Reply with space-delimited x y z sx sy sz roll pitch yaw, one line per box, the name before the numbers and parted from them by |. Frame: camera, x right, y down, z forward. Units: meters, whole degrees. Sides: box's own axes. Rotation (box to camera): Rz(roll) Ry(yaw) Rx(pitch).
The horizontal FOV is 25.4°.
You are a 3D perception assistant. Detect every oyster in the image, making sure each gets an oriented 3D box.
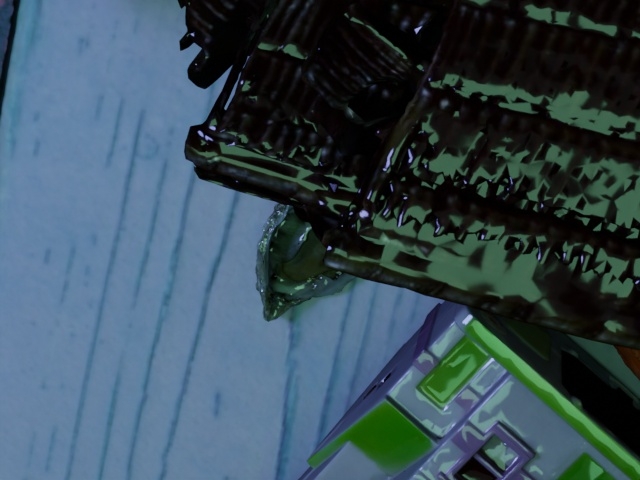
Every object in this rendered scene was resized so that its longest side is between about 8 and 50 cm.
oyster | 0.000 0.001 0.962 0.100 0.037 0.098 -15 120 -7

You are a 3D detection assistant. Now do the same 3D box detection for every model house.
model house | 0.065 -0.097 0.745 0.317 0.283 0.297 18 143 0

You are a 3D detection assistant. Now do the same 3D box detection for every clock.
clock | 0.085 0.213 0.919 0.235 0.166 0.309 41 106 -1

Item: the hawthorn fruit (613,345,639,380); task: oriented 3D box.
hawthorn fruit | 0.302 0.055 0.826 0.211 0.211 0.299 -41 92 16
